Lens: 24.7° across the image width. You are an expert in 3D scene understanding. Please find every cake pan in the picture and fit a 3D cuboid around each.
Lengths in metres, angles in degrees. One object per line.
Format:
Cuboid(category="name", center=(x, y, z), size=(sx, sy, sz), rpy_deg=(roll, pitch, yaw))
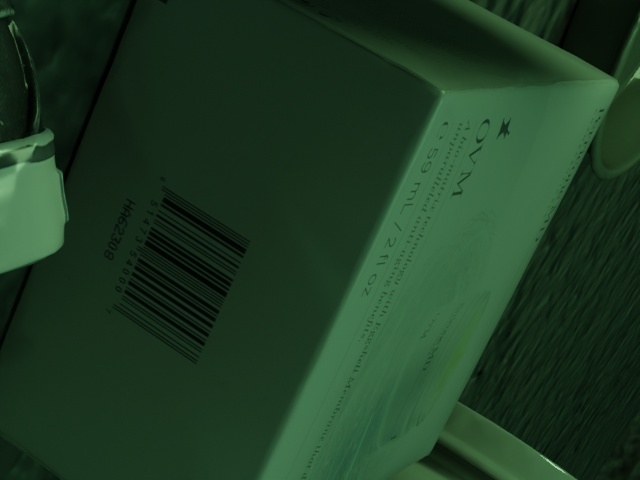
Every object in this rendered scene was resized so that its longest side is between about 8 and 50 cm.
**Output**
Cuboid(category="cake pan", center=(0.266, -0.185, 1.109), size=(0.293, 0.054, 0.293), rpy_deg=(-47, 156, -27))

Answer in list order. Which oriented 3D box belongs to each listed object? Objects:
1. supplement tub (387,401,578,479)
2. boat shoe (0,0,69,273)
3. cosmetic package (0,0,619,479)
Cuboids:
Cuboid(category="supplement tub", center=(0.055, 0.294, 1.040), size=(0.331, 0.241, 0.241), rpy_deg=(-55, 159, -8))
Cuboid(category="boat shoe", center=(-0.184, -0.014, 0.292), size=(0.301, 0.108, 0.102), rpy_deg=(-19, 105, -42))
Cuboid(category="cosmetic package", center=(0.000, 0.000, 0.659), size=(0.224, 0.138, 0.224), rpy_deg=(-16, 134, -62))
